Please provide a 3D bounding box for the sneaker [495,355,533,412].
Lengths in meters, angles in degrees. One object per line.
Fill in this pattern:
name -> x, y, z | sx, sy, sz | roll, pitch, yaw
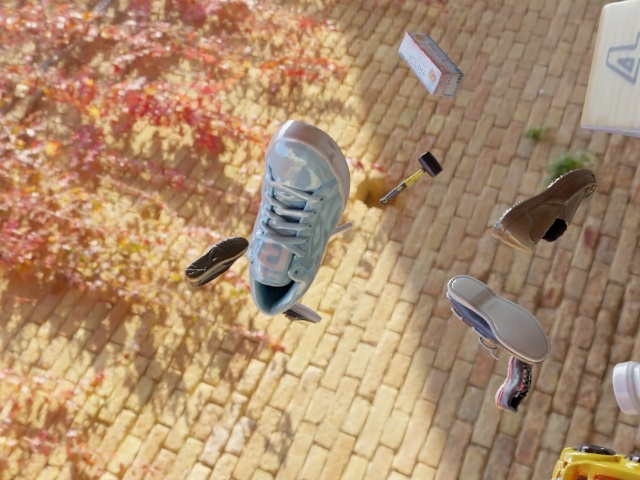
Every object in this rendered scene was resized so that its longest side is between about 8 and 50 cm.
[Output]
sneaker -> 0.436, 0.300, 1.611 | 0.065, 0.061, 0.158 | 25, 94, 64

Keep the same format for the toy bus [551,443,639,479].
toy bus -> 0.446, 0.408, 1.182 | 0.211, 0.220, 0.149 | 17, -101, -45

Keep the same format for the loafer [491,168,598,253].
loafer -> 0.242, -0.027, 0.785 | 0.148, 0.050, 0.056 | -29, -19, -25

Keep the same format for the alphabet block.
alphabet block -> 0.539, -0.252, 1.135 | 0.193, 0.192, 0.197 | -145, 63, -72

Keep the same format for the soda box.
soda box -> 0.241, -0.389, 1.650 | 0.063, 0.183, 0.058 | -1, -47, -26

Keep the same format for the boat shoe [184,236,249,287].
boat shoe -> -0.214, 0.045, 1.561 | 0.152, 0.056, 0.049 | -31, -34, -24

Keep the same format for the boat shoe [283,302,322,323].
boat shoe -> -0.065, 0.151, 1.612 | 0.040, 0.142, 0.049 | -62, 18, 6

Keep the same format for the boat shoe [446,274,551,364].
boat shoe -> 0.348, 0.168, 1.491 | 0.095, 0.254, 0.079 | -33, -41, -26

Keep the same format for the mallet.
mallet -> 0.214, -0.153, 1.861 | 0.062, 0.190, 0.039 | 61, -147, 1

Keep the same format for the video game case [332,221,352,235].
video game case -> 0.000, 0.000, 1.394 | 0.087, 0.011, 0.122 | -23, -5, -24

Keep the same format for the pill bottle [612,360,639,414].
pill bottle -> 0.588, 0.228, 1.201 | 0.117, 0.208, 0.117 | 20, -118, -43

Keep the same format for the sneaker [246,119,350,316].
sneaker -> -0.042, -0.009, 1.126 | 0.366, 0.135, 0.150 | 95, -167, -51
